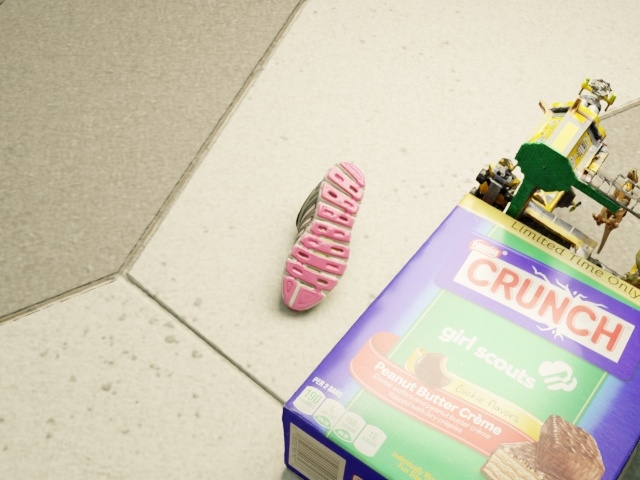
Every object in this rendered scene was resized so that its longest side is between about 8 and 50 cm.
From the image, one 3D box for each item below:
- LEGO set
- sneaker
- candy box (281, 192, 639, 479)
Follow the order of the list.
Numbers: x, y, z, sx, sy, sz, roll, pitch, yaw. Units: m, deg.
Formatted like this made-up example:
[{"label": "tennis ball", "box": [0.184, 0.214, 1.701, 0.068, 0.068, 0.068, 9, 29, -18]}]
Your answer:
[{"label": "LEGO set", "box": [0.339, -0.037, 0.980, 0.331, 0.255, 0.192, 30, 61, 18]}, {"label": "sneaker", "box": [0.000, 0.000, 1.051, 0.063, 0.075, 0.170, 22, 74, -8]}, {"label": "candy box", "box": [0.163, 0.143, 0.903, 0.268, 0.122, 0.317, 31, 54, 20]}]
